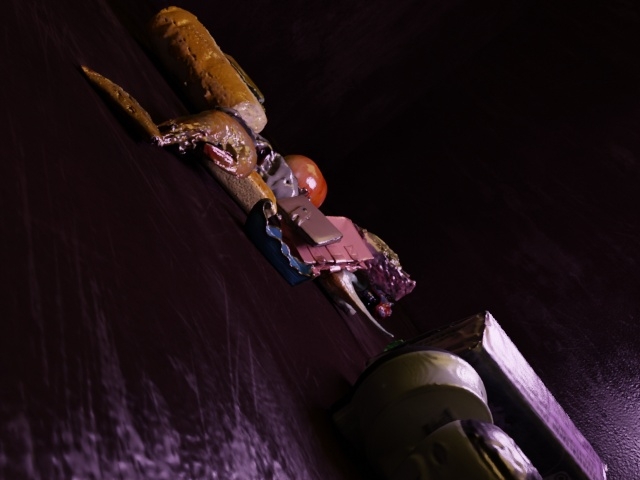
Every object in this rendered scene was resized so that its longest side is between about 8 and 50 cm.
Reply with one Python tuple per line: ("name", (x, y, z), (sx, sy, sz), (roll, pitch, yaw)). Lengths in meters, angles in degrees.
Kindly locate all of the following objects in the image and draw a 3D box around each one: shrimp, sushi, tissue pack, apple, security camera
("shrimp", (-0.203, -0.174, 1.072), (0.152, 0.063, 0.287), (59, 25, -3))
("sushi", (0.130, 0.046, 1.484), (0.161, 0.107, 0.241), (37, 9, -39))
("tissue pack", (0.258, 0.310, 0.933), (0.361, 0.259, 0.122), (50, 32, -11))
("apple", (-0.071, -0.187, 1.882), (0.209, 0.164, 0.209), (52, 3, -4))
("sushi", (-0.163, -0.192, 1.421), (0.332, 0.124, 0.130), (49, -4, -16))
("security camera", (0.148, 0.269, 0.690), (0.197, 0.191, 0.277), (51, 7, -21))

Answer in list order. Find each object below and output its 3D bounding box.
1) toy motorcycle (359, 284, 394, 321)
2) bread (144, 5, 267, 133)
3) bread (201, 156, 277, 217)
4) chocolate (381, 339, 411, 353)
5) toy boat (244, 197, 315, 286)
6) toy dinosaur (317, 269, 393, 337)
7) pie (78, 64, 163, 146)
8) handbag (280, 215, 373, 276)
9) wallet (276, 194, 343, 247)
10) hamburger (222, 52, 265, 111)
("toy motorcycle", (0.194, 0.211, 1.887), (0.122, 0.082, 0.213), (53, 7, 24))
("bread", (-0.320, -0.456, 1.606), (0.375, 0.165, 0.236), (54, 9, 9))
("bread", (-0.173, -0.134, 1.248), (0.188, 0.068, 0.125), (49, 7, -20))
("chocolate", (0.227, 0.329, 1.386), (0.110, 0.110, 0.291), (55, 5, 33))
("toy boat", (-0.076, 0.003, 1.121), (0.185, 0.077, 0.075), (50, 7, -15))
("toy dinosaur", (0.061, 0.117, 1.415), (0.205, 0.092, 0.392), (48, 10, -43))
("pie", (-0.300, -0.206, 0.901), (0.170, 0.034, 0.092), (46, 7, 5))
("handbag", (0.008, 0.011, 1.352), (0.213, 0.059, 0.157), (-1, 46, -39))
("wallet", (-0.028, -0.046, 1.312), (0.152, 0.038, 0.118), (47, 35, 19))
("hamburger", (-0.295, -0.487, 1.956), (0.288, 0.168, 0.192), (51, 7, -4))
